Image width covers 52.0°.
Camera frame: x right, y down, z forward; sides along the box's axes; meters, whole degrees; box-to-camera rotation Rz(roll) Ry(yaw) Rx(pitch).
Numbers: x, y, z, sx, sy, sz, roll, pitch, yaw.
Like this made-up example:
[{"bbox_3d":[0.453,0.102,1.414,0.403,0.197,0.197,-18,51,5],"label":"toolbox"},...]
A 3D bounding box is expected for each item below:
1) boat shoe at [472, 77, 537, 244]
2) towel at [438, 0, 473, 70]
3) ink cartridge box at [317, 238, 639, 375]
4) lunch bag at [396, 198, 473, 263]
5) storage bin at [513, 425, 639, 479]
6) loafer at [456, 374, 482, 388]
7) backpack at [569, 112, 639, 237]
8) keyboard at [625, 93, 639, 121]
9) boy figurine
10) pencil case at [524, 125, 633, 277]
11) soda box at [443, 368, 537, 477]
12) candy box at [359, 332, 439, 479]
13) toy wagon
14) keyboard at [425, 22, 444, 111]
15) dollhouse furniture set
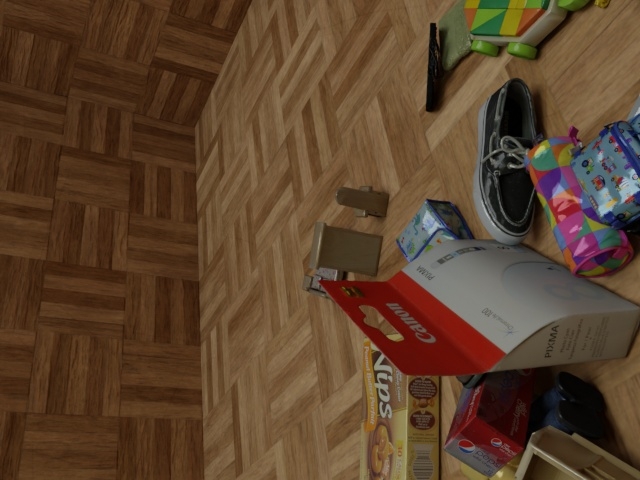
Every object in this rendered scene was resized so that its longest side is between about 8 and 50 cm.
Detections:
[{"bbox_3d":[0.346,-0.147,1.172,0.105,0.113,0.307,123,159,-65],"label":"boat shoe"},{"bbox_3d":[0.307,-0.466,1.470,0.110,0.027,0.148,-37,48,54],"label":"towel"},{"bbox_3d":[0.229,0.084,1.010,0.308,0.384,0.091,-137,52,-60],"label":"ink cartridge box"},{"bbox_3d":[0.243,0.010,1.357,0.129,0.096,0.151,-57,48,35],"label":"lunch bag"},{"bbox_3d":[0.346,0.422,0.849,0.260,0.123,0.263,28,109,38],"label":"storage bin"},{"bbox_3d":[0.242,0.151,1.095,0.096,0.084,0.267,-59,-6,25],"label":"loafer"},{"bbox_3d":[0.462,-0.108,0.910,0.173,0.116,0.158,-43,49,44],"label":"backpack"},{"bbox_3d":[0.472,-0.116,1.019,0.072,0.014,0.256,50,125,52],"label":"keyboard"},{"bbox_3d":[0.322,0.333,1.045,0.285,0.092,0.177,-60,4,38],"label":"boy figurine"},{"bbox_3d":[0.398,-0.059,1.024,0.104,0.104,0.237,-49,45,47],"label":"pencil case"},{"bbox_3d":[0.278,0.241,1.038,0.092,0.083,0.263,-60,-6,34],"label":"soda box"},{"bbox_3d":[0.165,0.359,1.384,0.183,0.087,0.317,-24,59,60],"label":"candy box"},{"bbox_3d":[0.402,-0.481,1.231,0.344,0.068,0.267,39,116,62],"label":"toy wagon"},{"bbox_3d":[0.262,-0.392,1.492,0.100,0.038,0.192,-30,-58,-78],"label":"keyboard"},{"bbox_3d":[0.000,0.000,1.761,0.355,0.173,0.304,8,87,64],"label":"dollhouse furniture set"}]
